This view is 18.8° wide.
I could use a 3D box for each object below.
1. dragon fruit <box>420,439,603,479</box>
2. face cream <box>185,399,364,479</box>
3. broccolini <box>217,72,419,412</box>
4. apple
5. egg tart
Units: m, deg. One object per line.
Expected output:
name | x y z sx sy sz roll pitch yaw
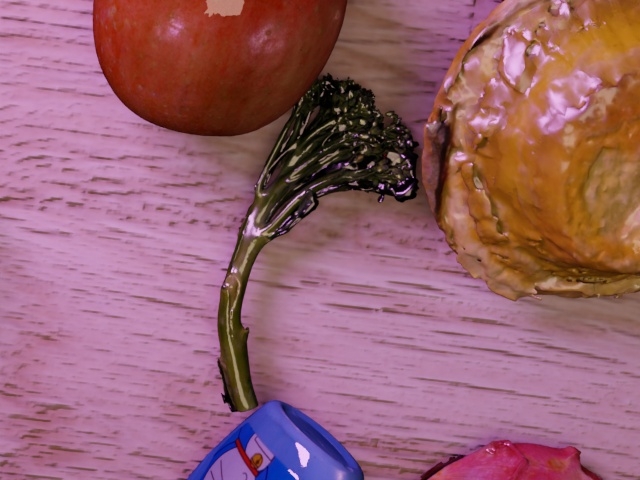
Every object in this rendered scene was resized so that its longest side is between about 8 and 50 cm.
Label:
dragon fruit | 0.137 0.249 1.490 0.274 0.126 0.161 -20 102 -3
face cream | -0.080 0.250 1.461 0.083 0.149 0.264 32 97 -39
broccolini | -0.004 0.008 1.467 0.123 0.062 0.271 18 92 6
apple | -0.070 -0.170 1.377 0.181 0.181 0.168 10 121 -8
egg tart | 0.221 -0.068 1.423 0.295 0.116 0.294 -8 119 -15
